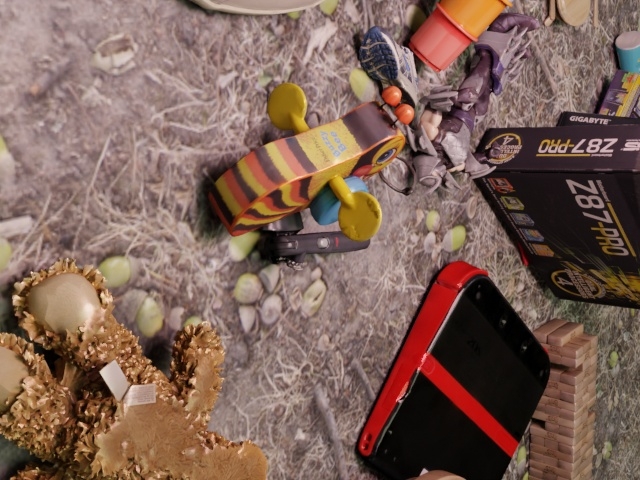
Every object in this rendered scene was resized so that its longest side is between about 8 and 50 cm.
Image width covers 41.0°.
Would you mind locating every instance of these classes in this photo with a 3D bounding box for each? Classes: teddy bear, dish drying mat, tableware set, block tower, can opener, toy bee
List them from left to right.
[{"bbox_3d":[-0.198,0.171,0.825,0.338,0.113,0.245,34,65,-39],"label":"teddy bear"},{"bbox_3d":[0.000,0.000,1.034,0.186,0.059,0.073,4,94,-49],"label":"can opener"},{"bbox_3d":[0.021,-0.108,0.959,0.195,0.162,0.298,41,47,4],"label":"toy bee"},{"bbox_3d":[0.349,0.003,1.473,0.032,0.008,0.083,-50,131,-32],"label":"dish drying mat"},{"bbox_3d":[0.448,0.323,1.589,0.097,0.091,0.335,-19,111,-45],"label":"block tower"},{"bbox_3d":[0.413,-0.454,1.432,0.128,0.039,0.194,-2,93,-37],"label":"tableware set"}]

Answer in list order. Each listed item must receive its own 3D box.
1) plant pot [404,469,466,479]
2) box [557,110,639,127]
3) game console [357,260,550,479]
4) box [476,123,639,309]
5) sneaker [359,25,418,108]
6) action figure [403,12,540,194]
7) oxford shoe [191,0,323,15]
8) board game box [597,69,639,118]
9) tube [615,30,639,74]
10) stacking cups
[{"bbox_3d":[0.116,0.429,1.210,0.237,0.110,0.237,-15,111,-44],"label":"plant pot"},{"bbox_3d":[0.495,-0.125,1.451,0.051,0.220,0.175,44,65,-52],"label":"box"},{"bbox_3d":[0.226,0.252,1.357,0.386,0.060,0.342,45,70,-43],"label":"game console"},{"bbox_3d":[0.460,-0.025,1.345,0.395,0.318,0.097,48,58,-41],"label":"box"},{"bbox_3d":[0.092,-0.231,1.108,0.135,0.052,0.058,56,47,-48],"label":"sneaker"},{"bbox_3d":[0.209,-0.185,1.206,0.285,0.099,0.185,-60,151,-15],"label":"action figure"},{"bbox_3d":[-0.107,-0.319,0.797,0.449,0.130,0.169,8,90,-51],"label":"oxford shoe"},{"bbox_3d":[0.576,-0.218,1.637,0.141,0.048,0.170,25,90,-47],"label":"board game box"},{"bbox_3d":[0.623,-0.320,1.697,0.080,0.052,0.207,-50,139,-16],"label":"tube"},{"bbox_3d":[0.244,-0.347,1.094,0.096,0.096,0.316,13,124,-49],"label":"stacking cups"}]
